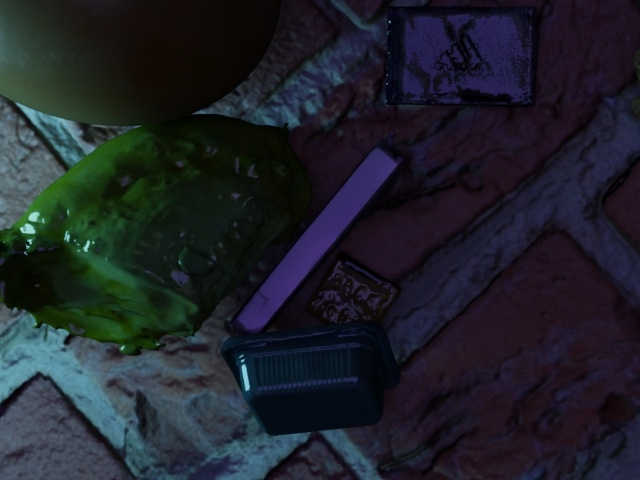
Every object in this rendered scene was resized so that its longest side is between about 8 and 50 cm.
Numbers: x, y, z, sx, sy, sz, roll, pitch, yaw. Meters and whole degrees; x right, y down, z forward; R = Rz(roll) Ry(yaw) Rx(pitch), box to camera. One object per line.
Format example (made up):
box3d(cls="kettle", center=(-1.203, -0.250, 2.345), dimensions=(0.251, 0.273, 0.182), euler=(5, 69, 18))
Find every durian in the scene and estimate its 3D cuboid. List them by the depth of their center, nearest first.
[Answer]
box3d(cls="durian", center=(-0.169, -0.008, 1.426), dimensions=(0.255, 0.204, 0.340), euler=(22, 55, 32))

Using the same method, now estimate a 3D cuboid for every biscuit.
box3d(cls="biscuit", center=(0.036, 0.065, 1.499), dimensions=(0.083, 0.018, 0.081), euler=(31, 96, 6))

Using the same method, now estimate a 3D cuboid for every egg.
box3d(cls="egg", center=(-0.225, -0.268, 1.373), dimensions=(0.373, 0.301, 0.301), euler=(6, 93, -7))

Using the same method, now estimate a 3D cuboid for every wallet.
box3d(cls="wallet", center=(0.153, -0.200, 1.467), dimensions=(0.165, 0.030, 0.111), euler=(2, 88, 6))

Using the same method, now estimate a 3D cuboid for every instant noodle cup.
box3d(cls="instant noodle cup", center=(-0.008, 0.152, 1.436), dimensions=(0.179, 0.157, 0.070), euler=(-7, 59, 9))

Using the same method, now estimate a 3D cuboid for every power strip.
box3d(cls="power strip", center=(0.000, 0.000, 1.456), dimensions=(0.037, 0.109, 0.279), euler=(40, 97, 3))

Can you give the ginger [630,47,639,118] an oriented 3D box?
box3d(cls="ginger", center=(0.400, -0.195, 1.407), dimensions=(0.205, 0.081, 0.115), euler=(-40, 92, 9))
